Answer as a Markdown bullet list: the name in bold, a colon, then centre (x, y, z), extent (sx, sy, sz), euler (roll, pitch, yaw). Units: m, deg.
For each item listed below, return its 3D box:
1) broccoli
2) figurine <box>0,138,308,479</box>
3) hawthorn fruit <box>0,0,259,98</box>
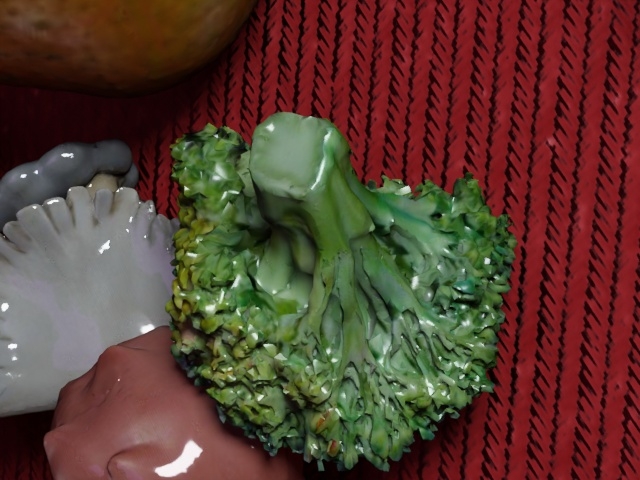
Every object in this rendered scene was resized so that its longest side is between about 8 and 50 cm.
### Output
- **broccoli**: centre (0.000, 0.000, 0.990), extent (0.219, 0.194, 0.194), euler (35, 113, 29)
- **figurine**: centre (-0.092, 0.104, 1.118), extent (0.207, 0.166, 0.387), euler (-29, 58, -1)
- **hawthorn fruit**: centre (-0.140, -0.225, 1.054), extent (0.277, 0.298, 0.277), euler (0, 71, -1)
